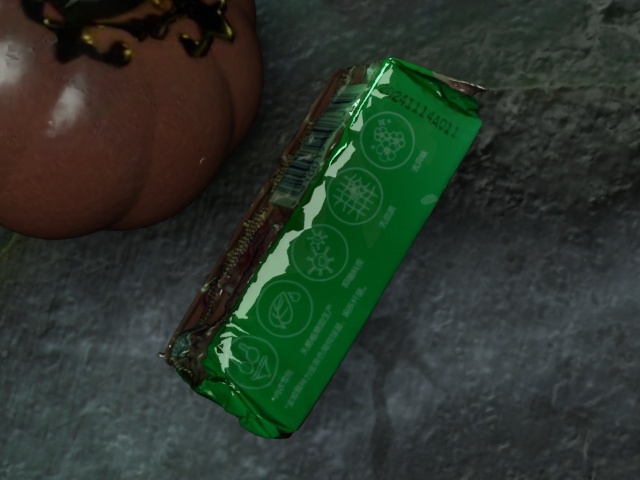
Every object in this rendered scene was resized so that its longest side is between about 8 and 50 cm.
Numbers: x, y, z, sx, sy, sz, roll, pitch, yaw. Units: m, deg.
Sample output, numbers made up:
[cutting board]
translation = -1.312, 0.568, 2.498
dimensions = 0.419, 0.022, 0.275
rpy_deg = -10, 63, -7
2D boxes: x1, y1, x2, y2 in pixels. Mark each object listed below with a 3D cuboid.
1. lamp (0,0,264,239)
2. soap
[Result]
[lamp]
translation = -0.192, -0.136, 1.124
dimensions = 0.305, 0.239, 0.305
rpy_deg = 17, 54, -25
[soap]
translation = -0.002, -0.001, 1.121
dimensions = 0.098, 0.218, 0.273
rpy_deg = 31, 86, -10
